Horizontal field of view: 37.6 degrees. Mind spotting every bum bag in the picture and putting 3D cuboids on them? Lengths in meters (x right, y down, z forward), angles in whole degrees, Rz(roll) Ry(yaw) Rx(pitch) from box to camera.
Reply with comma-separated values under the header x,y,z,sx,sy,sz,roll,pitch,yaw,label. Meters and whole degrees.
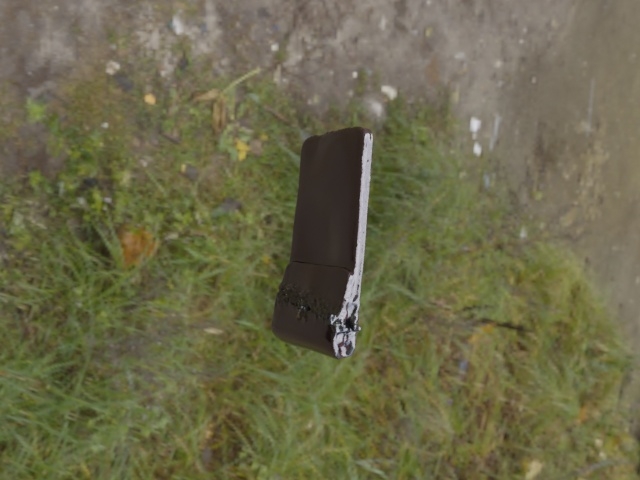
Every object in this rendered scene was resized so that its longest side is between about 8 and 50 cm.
x,y,z,sx,sy,sz,roll,pitch,yaw,label
0.000,0.000,0.667,0.026,0.109,0.159,6,87,-25,bum bag
